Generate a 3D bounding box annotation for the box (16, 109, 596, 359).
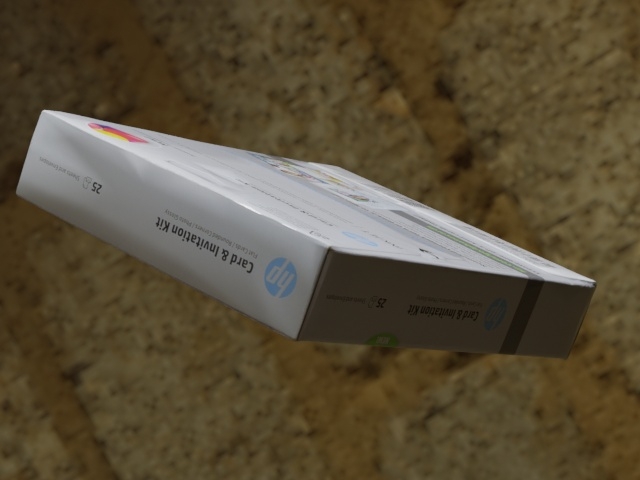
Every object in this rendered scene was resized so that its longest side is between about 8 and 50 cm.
[{"bbox_3d":[0.000,0.000,0.688,0.145,0.038,0.186,25,9,35],"label":"box"}]
